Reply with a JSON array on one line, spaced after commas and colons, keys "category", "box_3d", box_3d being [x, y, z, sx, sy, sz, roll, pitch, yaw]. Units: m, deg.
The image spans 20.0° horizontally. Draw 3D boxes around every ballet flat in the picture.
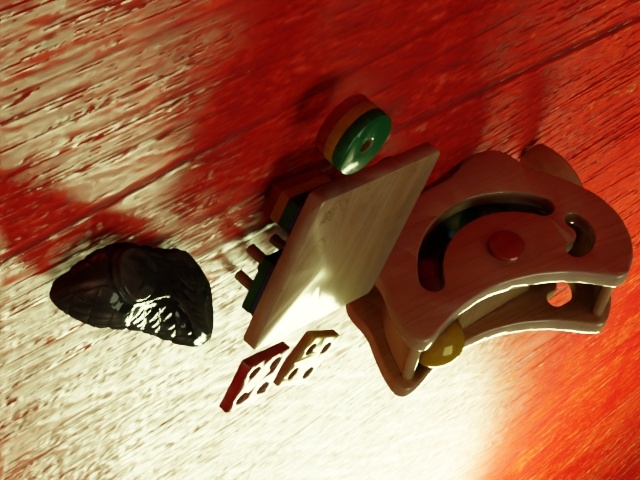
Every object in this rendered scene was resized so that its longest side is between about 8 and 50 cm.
[{"category": "ballet flat", "box_3d": [-0.106, 0.032, 1.087, 0.049, 0.058, 0.173, -11, 166, 17]}]

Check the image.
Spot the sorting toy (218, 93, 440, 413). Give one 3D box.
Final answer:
[{"category": "sorting toy", "box_3d": [0.000, 0.000, 1.219, 0.132, 0.046, 0.275, -25, 148, -47]}]

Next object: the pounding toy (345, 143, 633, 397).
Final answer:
[{"category": "pounding toy", "box_3d": [0.141, 0.039, 1.413, 0.269, 0.154, 0.155, -35, 155, -31]}]
